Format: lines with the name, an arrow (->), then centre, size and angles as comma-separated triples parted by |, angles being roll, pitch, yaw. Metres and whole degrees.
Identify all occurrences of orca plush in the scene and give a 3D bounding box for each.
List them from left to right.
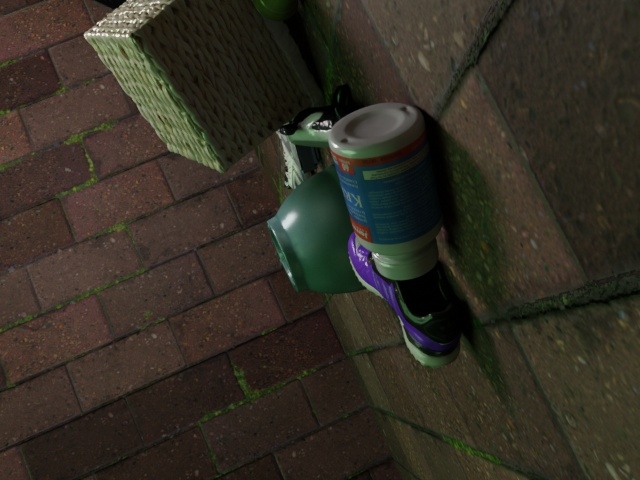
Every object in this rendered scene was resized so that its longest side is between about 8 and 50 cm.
orca plush -> 0.014, -0.212, 1.073 | 0.287, 0.151, 0.102 | -147, 65, -82

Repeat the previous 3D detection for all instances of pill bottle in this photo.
pill bottle -> 0.095, -0.058, 0.861 | 0.124, 0.124, 0.221 | -124, 13, -56

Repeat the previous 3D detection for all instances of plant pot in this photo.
plant pot -> -0.066, -0.426, 1.096 | 0.083, 0.083, 0.079 | 67, 160, -4
plant pot -> 0.000, 0.000, 1.445 | 0.293, 0.196, 0.293 | 156, 90, -83

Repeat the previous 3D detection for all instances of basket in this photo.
basket -> -0.235, -0.353, 1.279 | 0.328, 0.266, 0.331 | 26, 153, 52

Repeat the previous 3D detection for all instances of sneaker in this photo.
sneaker -> -0.069, -0.193, 1.777 | 0.085, 0.086, 0.237 | -124, 14, -63
sneaker -> 0.137, 0.051, 1.051 | 0.293, 0.102, 0.146 | 54, 163, 39

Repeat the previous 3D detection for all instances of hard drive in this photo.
hard drive -> -0.103, -0.353, 1.608 | 0.237, 0.064, 0.339 | 75, 168, -51

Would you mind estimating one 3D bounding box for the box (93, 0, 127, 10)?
box -> -0.359, -0.600, 1.511 | 0.343, 0.179, 0.312 | 18, -160, -30
